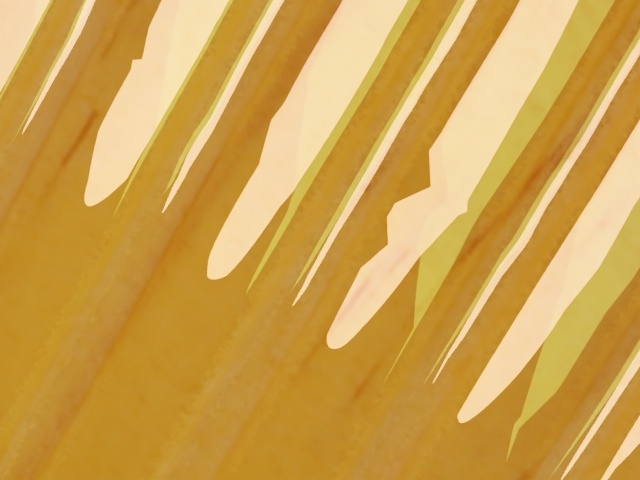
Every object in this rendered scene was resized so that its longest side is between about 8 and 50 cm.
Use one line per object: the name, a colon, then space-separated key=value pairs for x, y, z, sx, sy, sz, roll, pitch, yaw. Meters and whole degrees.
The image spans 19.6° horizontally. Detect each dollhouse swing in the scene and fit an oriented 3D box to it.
dollhouse swing: x=0.010 y=-0.023 z=0.291 sx=0.347 sy=0.305 sz=0.315 roll=31 pitch=104 yaw=1
